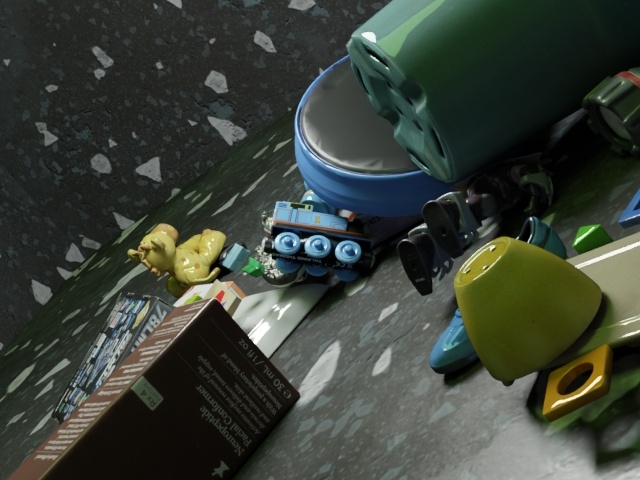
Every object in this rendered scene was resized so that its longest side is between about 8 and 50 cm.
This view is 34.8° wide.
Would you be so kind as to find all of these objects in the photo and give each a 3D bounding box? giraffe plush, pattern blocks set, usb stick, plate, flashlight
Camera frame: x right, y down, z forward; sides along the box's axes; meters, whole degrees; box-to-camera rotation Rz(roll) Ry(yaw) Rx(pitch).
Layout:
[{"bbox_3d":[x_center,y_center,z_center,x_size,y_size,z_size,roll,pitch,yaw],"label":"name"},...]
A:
[{"bbox_3d":[-0.330,0.037,2.264,0.181,0.171,0.210,-46,25,24],"label":"giraffe plush"},{"bbox_3d":[-0.198,0.158,1.693,0.324,0.026,0.285,-54,22,5],"label":"pattern blocks set"},{"bbox_3d":[-0.257,0.053,2.390,0.077,0.045,0.278,-49,16,-29],"label":"usb stick"},{"bbox_3d":[-0.144,0.171,1.737,0.277,0.045,0.278,-47,16,-29],"label":"plate"},{"bbox_3d":[0.475,-0.237,1.295,0.304,0.103,0.103,-40,40,-5],"label":"flashlight"}]

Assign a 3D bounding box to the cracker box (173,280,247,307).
[{"bbox_3d":[-0.245,0.157,1.989,0.155,0.067,0.232,-46,15,-23],"label":"cracker box"}]

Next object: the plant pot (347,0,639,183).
[{"bbox_3d":[0.243,-0.272,1.434,0.334,0.341,0.341,-36,13,-6],"label":"plant pot"}]

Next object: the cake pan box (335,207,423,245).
[{"bbox_3d":[0.137,-0.092,1.784,0.246,0.070,0.267,-28,18,34],"label":"cake pan box"}]

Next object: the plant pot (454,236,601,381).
[{"bbox_3d":[0.184,0.053,0.972,0.134,0.095,0.134,-41,12,10],"label":"plant pot"}]

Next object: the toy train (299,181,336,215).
[{"bbox_3d":[0.072,-0.124,1.746,0.248,0.105,0.143,-17,42,42],"label":"toy train"}]

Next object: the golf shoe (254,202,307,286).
[{"bbox_3d":[-0.049,0.031,1.797,0.105,0.120,0.273,-11,22,6],"label":"golf shoe"}]

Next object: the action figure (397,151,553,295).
[{"bbox_3d":[0.210,-0.038,1.372,0.185,0.099,0.285,-36,-2,42],"label":"action figure"}]

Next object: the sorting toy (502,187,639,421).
[{"bbox_3d":[0.277,0.063,0.985,0.196,0.047,0.347,-32,15,44],"label":"sorting toy"}]

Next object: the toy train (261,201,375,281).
[{"bbox_3d":[0.000,0.000,1.648,0.080,0.184,0.105,92,-173,-55],"label":"toy train"}]

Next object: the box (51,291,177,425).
[{"bbox_3d":[-0.394,0.242,1.953,0.295,0.073,0.293,-62,21,-13],"label":"box"}]

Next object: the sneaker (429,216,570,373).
[{"bbox_3d":[0.188,0.059,1.151,0.209,0.082,0.069,-43,16,-7],"label":"sneaker"}]

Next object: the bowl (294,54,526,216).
[{"bbox_3d":[0.141,-0.202,1.663,0.391,0.077,0.391,-10,44,10],"label":"bowl"}]

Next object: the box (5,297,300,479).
[{"bbox_3d":[-0.226,0.270,1.337,0.381,0.191,0.143,-48,16,-28],"label":"box"}]
